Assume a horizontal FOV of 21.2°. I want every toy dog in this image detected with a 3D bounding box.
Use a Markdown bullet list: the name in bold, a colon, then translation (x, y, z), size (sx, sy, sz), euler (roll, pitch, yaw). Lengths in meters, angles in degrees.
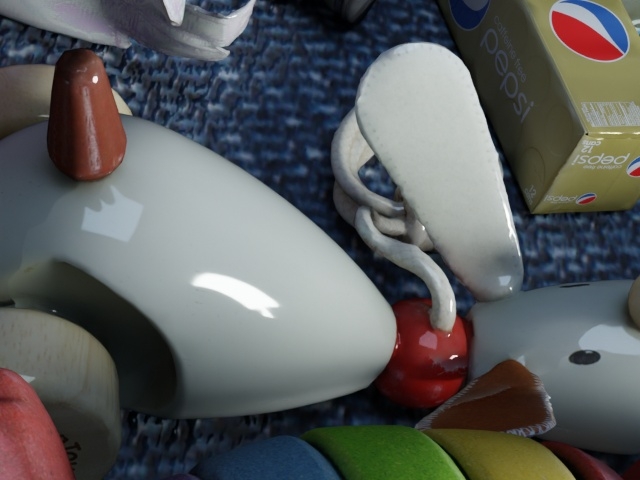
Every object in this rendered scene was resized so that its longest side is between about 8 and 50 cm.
- **toy dog**: translation (0.000, 0.000, 0.631), size (0.333, 0.161, 0.220), euler (-11, 59, -29)

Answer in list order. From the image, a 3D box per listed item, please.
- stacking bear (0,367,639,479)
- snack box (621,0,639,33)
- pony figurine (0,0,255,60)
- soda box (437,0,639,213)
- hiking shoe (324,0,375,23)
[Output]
- **stacking bear**: translation (0.046, 0.121, 0.508), size (0.289, 0.164, 0.175), euler (-7, 40, -15)
- **snack box**: translation (0.255, -0.199, 0.967), size (0.321, 0.060, 0.187), euler (-1, 54, -24)
- **pony figurine**: translation (-0.186, -0.203, 0.627), size (0.351, 0.303, 0.364), euler (13, 87, 3)
- **soda box**: translation (0.106, -0.101, 0.824), size (0.058, 0.061, 0.181), euler (-2, 54, -24)
- **hiking shoe**: translation (0.003, -0.216, 0.857), size (0.114, 0.086, 0.227), euler (22, 49, -9)
